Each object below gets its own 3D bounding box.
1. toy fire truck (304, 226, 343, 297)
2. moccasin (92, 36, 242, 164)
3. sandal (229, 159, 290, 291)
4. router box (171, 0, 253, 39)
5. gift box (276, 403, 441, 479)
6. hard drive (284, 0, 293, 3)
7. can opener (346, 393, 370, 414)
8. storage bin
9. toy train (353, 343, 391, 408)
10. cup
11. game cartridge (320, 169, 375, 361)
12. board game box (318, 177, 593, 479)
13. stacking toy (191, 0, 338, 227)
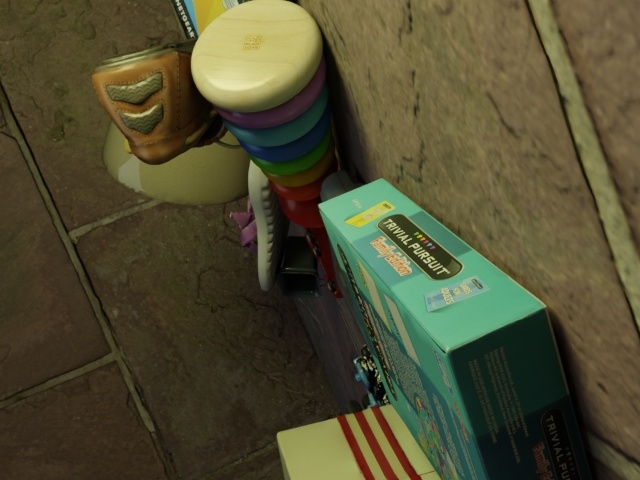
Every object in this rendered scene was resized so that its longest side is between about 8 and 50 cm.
[{"bbox_3d":[0.000,0.000,1.406,0.135,0.047,0.192,-160,47,-82],"label":"toy fire truck"},{"bbox_3d":[-0.163,-0.167,1.023,0.380,0.139,0.147,-102,-2,-75],"label":"moccasin"},{"bbox_3d":[-0.117,-0.062,1.603,0.416,0.102,0.169,94,-168,-52],"label":"sandal"},{"bbox_3d":[-0.150,-0.361,1.087,0.133,0.046,0.179,-17,98,44],"label":"router box"},{"bbox_3d":[0.102,0.361,0.971,0.258,0.255,0.276,-129,23,-73],"label":"gift box"},{"bbox_3d":[-0.057,-0.296,0.966,0.135,0.022,0.094,87,159,-72],"label":"hard drive"},{"bbox_3d":[0.126,0.422,1.711,0.283,0.076,0.095,-125,15,-66],"label":"can opener"},{"bbox_3d":[-0.033,0.053,1.720,0.135,0.098,0.091,80,-167,-65],"label":"storage bin"},{"bbox_3d":[0.109,0.235,1.218,0.105,0.080,0.184,67,177,-65],"label":"toy train"},{"bbox_3d":[-0.261,-0.255,1.683,0.331,0.331,0.237,-121,36,-49],"label":"cup"},{"bbox_3d":[0.070,0.067,1.065,0.297,0.062,0.198,78,171,-59],"label":"game cartridge"},{"bbox_3d":[0.113,0.111,0.740,0.336,0.079,0.254,-127,16,-66],"label":"board game box"},{"bbox_3d":[-0.031,-0.120,0.991,0.141,0.141,0.330,63,179,33],"label":"stacking toy"}]
